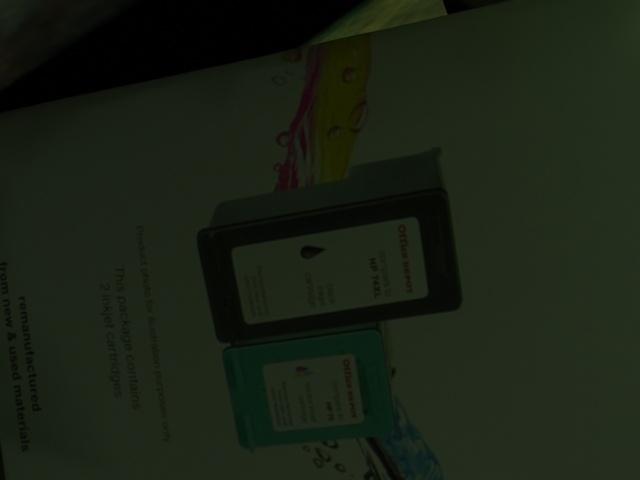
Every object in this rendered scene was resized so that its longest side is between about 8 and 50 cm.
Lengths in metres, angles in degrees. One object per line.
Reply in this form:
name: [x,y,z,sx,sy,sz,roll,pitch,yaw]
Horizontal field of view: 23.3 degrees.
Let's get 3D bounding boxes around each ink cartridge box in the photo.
ink cartridge box: [0.030,0.030,0.637,0.270,0.197,0.198,-10,174,16]

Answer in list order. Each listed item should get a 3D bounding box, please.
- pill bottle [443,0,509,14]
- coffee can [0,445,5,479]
pill bottle: [0.082,-0.120,0.627,0.078,0.078,0.137,-31,170,5]
coffee can: [-0.264,0.153,0.656,0.275,0.201,0.201,-25,169,-23]
